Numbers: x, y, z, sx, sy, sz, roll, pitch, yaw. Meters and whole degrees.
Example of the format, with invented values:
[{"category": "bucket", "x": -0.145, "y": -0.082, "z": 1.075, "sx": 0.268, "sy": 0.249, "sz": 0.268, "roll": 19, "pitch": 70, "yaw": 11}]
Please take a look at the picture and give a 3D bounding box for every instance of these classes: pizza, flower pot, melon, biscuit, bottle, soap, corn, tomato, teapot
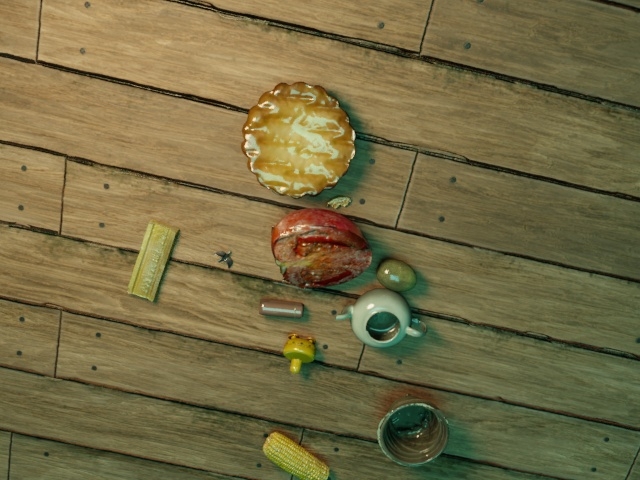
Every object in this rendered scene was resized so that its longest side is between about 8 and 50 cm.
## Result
[{"category": "pizza", "x": 0.055, "y": -0.117, "z": 1.674, "sx": 0.083, "sy": 0.016, "sz": 0.037, "roll": -13, "pitch": 104, "yaw": 1}, {"category": "flower pot", "x": 0.297, "y": 0.602, "z": 1.809, "sx": 0.236, "sy": 0.140, "sz": 0.235, "roll": 0, "pitch": 105, "yaw": -1}, {"category": "melon", "x": 0.233, "y": 0.108, "z": 1.692, "sx": 0.131, "sy": 0.098, "sz": 0.098, "roll": 23, "pitch": 105, "yaw": -13}, {"category": "biscuit", "x": -0.062, "y": -0.280, "z": 1.562, "sx": 0.326, "sy": 0.107, "sz": 0.325, "roll": -1, "pitch": 95, "yaw": -8}, {"category": "bottle", "x": -0.124, "y": 0.217, "z": 1.751, "sx": 0.140, "sy": 0.053, "sz": 0.053, "roll": 6, "pitch": 106, "yaw": 0}, {"category": "soap", "x": -0.524, "y": 0.064, "z": 1.722, "sx": 0.092, "sy": 0.037, "sz": 0.251, "roll": 22, "pitch": 106, "yaw": -4}, {"category": "corn", "x": -0.085, "y": 0.747, "z": 1.880, "sx": 0.244, "sy": 0.093, "sz": 0.093, "roll": 37, "pitch": 103, "yaw": -9}, {"category": "tomato", "x": -0.004, "y": -0.003, "z": 1.631, "sx": 0.309, "sy": 0.170, "sz": 0.308, "roll": -6, "pitch": 141, "yaw": -5}, {"category": "teapot", "x": 0.190, "y": 0.246, "z": 1.715, "sx": 0.295, "sy": 0.129, "sz": 0.193, "roll": 13, "pitch": 106, "yaw": -3}]

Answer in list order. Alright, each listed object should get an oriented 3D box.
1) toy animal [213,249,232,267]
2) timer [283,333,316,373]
[{"category": "toy animal", "x": -0.297, "y": 0.049, "z": 1.718, "sx": 0.028, "sy": 0.050, "sz": 0.084, "roll": 2, "pitch": 149, "yaw": 31}, {"category": "timer", "x": -0.069, "y": 0.363, "z": 1.763, "sx": 0.107, "sy": 0.109, "sz": 0.107, "roll": 8, "pitch": 148, "yaw": 5}]
